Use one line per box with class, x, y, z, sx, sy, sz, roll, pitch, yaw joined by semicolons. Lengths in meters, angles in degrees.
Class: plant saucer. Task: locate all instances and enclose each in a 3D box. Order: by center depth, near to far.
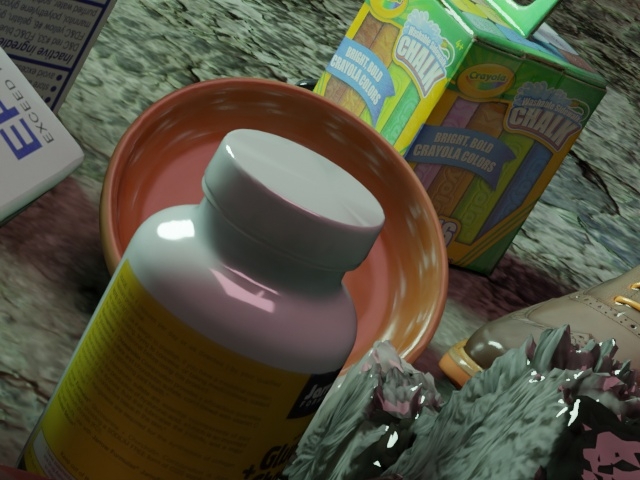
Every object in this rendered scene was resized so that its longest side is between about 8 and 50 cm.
plant saucer;-0.027;0.004;1.087;0.200;0.037;0.200;11;58;-19

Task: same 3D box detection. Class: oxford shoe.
oxford shoe;0.197;0.054;1.253;0.130;0.133;0.363;39;21;24

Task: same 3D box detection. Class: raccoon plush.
raccoon plush;0.154;0.175;0.814;0.299;0.216;0.446;35;18;-10

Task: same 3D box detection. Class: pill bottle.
pill bottle;-0.048;0.050;0.835;0.103;0.184;0.103;26;20;-10

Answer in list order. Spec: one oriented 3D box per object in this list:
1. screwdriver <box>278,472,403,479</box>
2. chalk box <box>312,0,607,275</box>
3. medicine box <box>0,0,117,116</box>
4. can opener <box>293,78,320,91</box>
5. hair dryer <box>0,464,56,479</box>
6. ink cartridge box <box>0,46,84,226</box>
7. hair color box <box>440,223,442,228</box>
screwdriver;-0.003;0.112;0.850;0.024;0.170;0.025;-26;95;-28
chalk box;0.096;-0.107;1.392;0.132;0.213;0.132;16;23;-35
medicine box;-0.220;-0.258;1.206;0.149;0.289;0.263;12;26;-47
can opener;0.048;-0.091;1.548;0.186;0.073;0.059;2;72;-48
hair dryer;-0.086;0.143;0.666;0.223;0.080;0.293;27;6;11
ink cartridge box;-0.284;-0.096;0.790;0.324;0.071;0.330;53;30;-3
hair color box;0.000;0.000;1.203;0.141;0.072;0.043;10;28;-45
